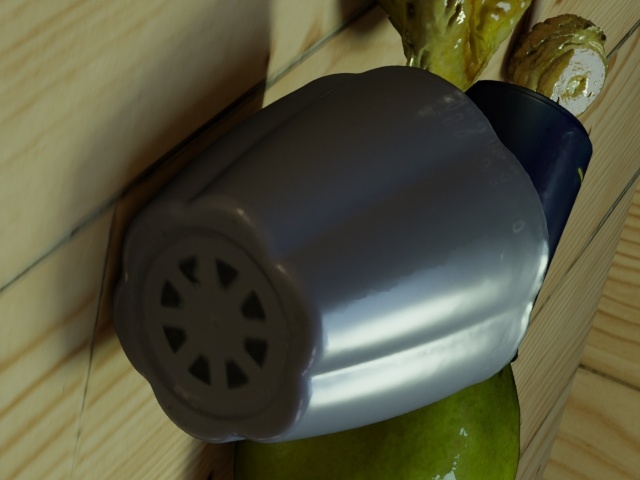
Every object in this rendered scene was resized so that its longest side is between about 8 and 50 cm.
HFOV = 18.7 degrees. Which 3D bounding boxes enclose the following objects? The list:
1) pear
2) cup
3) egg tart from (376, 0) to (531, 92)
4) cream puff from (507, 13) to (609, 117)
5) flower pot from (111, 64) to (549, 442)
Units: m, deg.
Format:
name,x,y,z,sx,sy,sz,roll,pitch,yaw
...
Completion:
name,x,y,z,sx,sy,sz,roll,pitch,yaw
pear,0.053,0.192,1.777,0.321,0.269,0.269,-63,164,-11
cup,0.142,-0.024,2.063,0.178,0.255,0.256,38,68,-36
egg tart,0.120,-0.259,1.649,0.295,0.116,0.295,22,90,-77
cream puff,0.275,-0.203,2.281,0.119,0.104,0.133,-7,115,-36
flower pot,-0.007,0.029,1.390,0.243,0.265,0.265,-30,140,-50
